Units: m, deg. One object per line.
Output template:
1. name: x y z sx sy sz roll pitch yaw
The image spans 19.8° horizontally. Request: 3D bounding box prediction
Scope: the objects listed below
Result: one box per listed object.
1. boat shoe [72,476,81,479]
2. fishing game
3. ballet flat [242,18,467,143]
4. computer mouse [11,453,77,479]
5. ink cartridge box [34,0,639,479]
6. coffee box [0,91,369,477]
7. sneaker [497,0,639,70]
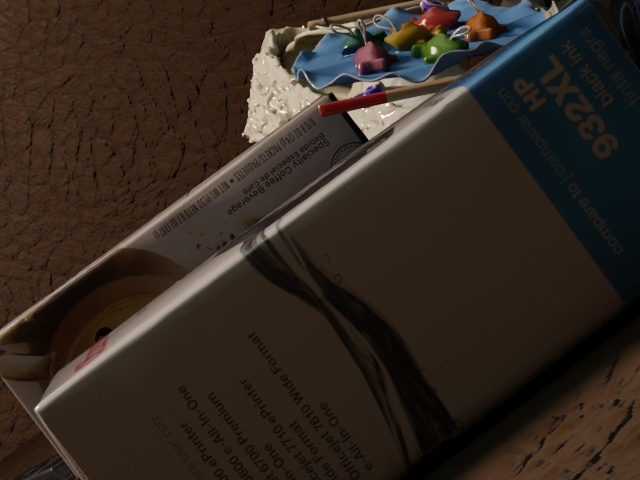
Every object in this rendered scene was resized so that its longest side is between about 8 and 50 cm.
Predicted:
1. boat shoe: -0.094 0.137 1.164 0.207 0.073 0.073 -37 2 -34
2. fishing game: 0.069 -0.146 1.270 0.189 0.041 0.264 -10 19 6
3. ballet flat: 0.043 -0.113 1.503 0.147 0.147 0.409 -37 26 -17
4. computer mouse: -0.214 0.215 1.758 0.242 0.041 0.071 -26 5 38
5. ink cartridge box: 0.022 0.032 0.903 0.307 0.129 0.223 -37 3 -4
6. coffee box: -0.063 0.047 1.291 0.297 0.168 0.119 -35 4 3
7. sneaker: 0.190 -0.103 1.322 0.125 0.139 0.341 -23 29 34
